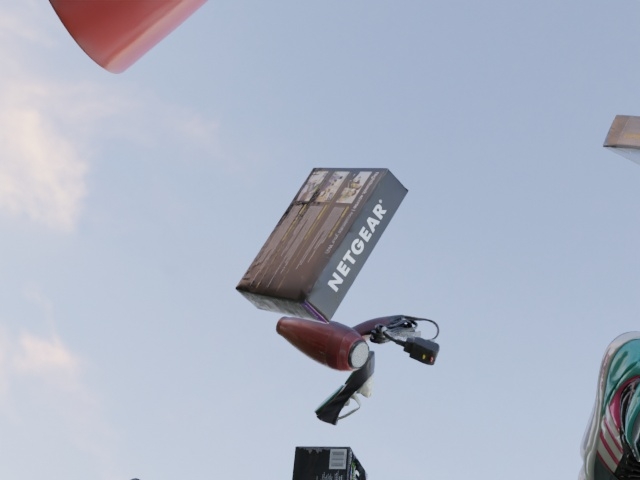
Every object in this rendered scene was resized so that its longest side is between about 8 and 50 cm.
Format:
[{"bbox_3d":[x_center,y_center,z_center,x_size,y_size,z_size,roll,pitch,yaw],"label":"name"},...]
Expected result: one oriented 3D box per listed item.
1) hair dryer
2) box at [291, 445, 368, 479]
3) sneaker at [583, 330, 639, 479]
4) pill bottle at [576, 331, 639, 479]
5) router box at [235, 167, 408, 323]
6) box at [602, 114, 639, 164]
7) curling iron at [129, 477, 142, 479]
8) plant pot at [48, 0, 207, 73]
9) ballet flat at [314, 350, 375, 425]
[{"bbox_3d":[0.065,0.177,1.617,0.294,0.223,0.080,7,-83,3],"label":"hair dryer"},{"bbox_3d":[0.009,0.225,0.817,0.052,0.062,0.083,-2,-32,14],"label":"box"},{"bbox_3d":[0.430,0.282,1.180,0.124,0.178,0.295,-2,-79,-4],"label":"sneaker"},{"bbox_3d":[0.650,0.385,1.867,0.204,0.204,0.360,21,-73,25],"label":"pill bottle"},{"bbox_3d":[0.000,0.000,1.013,0.046,0.178,0.133,44,-22,-31],"label":"router box"},{"bbox_3d":[0.561,-0.112,1.342,0.231,0.056,0.183,22,2,-21],"label":"box"},{"bbox_3d":[-0.218,0.441,1.290,0.274,0.035,0.068,50,-3,43],"label":"curling iron"},{"bbox_3d":[-0.343,-0.481,1.685,0.243,0.275,0.274,-27,-71,10],"label":"plant pot"},{"bbox_3d":[0.069,0.318,1.937,0.074,0.074,0.203,40,-69,4],"label":"ballet flat"}]
